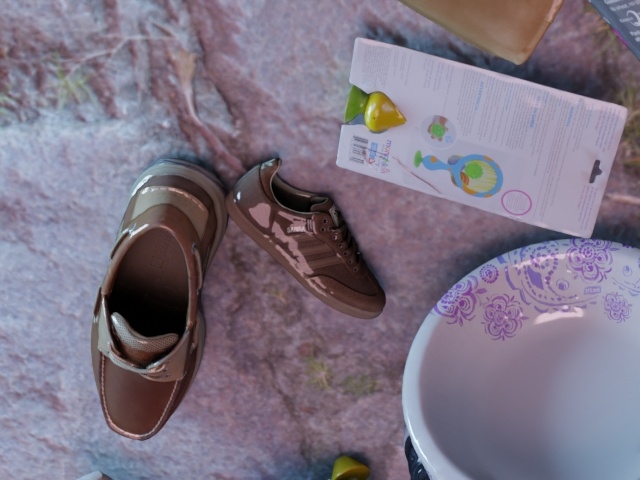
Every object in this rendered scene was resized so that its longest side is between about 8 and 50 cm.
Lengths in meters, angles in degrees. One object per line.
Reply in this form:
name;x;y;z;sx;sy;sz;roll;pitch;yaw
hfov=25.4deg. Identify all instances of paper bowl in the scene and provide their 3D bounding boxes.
paper bowl;0.225;0.151;1.256;0.284;0.284;0.148;-8;142;15

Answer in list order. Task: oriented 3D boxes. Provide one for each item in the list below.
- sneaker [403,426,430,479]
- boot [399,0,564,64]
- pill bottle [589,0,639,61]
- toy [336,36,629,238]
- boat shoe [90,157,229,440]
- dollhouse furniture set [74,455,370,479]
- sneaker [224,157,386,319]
sneaker;0.208;0.230;1.382;0.268;0.153;0.101;-6;121;14
boot;0.093;-0.292;1.117;0.269;0.089;0.236;23;127;-8
pill bottle;0.247;-0.246;1.042;0.162;0.162;0.278;-35;110;28
toy;0.139;-0.099;1.243;0.237;0.056;0.137;14;128;7
boat shoe;-0.172;0.076;1.377;0.123;0.116;0.324;13;124;2
dollhouse furniture set;-0.090;0.344;1.568;0.303;0.198;0.286;-21;145;-11
sneaker;0.000;0.000;1.327;0.188;0.066;0.071;37;116;-15
